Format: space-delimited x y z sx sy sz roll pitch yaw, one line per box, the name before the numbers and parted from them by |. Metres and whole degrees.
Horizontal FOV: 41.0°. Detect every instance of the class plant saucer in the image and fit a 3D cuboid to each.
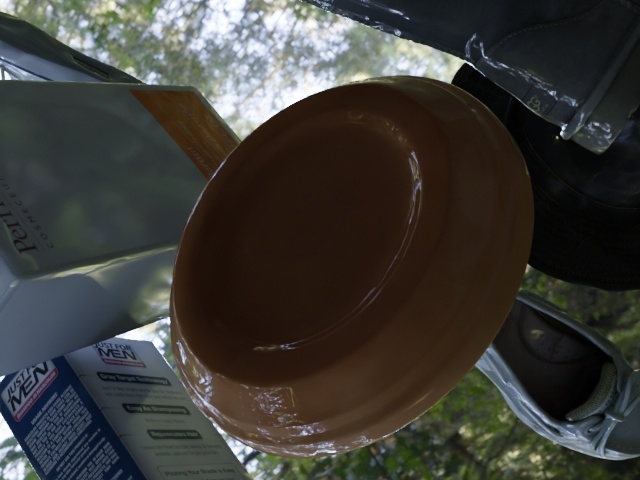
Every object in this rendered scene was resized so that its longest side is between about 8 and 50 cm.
plant saucer | 0.000 0.000 0.405 0.037 0.200 0.200 41 -149 -44

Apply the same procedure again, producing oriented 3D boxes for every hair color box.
hair color box | -0.165 0.248 0.860 0.347 0.105 0.174 47 -169 28

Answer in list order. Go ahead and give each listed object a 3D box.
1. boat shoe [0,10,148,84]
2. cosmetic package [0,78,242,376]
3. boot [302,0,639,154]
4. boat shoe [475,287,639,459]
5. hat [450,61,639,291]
boat shoe | -0.450 -0.245 1.407 0.367 0.156 0.136 22 -156 -36
cosmetic package | -0.236 -0.033 0.880 0.230 0.161 0.453 48 -154 12
boot | 0.069 -0.156 0.370 0.208 0.076 0.189 31 -104 8
boat shoe | 0.236 0.130 0.848 0.320 0.118 0.103 41 177 -20
hat | 0.293 -0.118 0.849 0.331 0.134 0.331 7 -122 -11
